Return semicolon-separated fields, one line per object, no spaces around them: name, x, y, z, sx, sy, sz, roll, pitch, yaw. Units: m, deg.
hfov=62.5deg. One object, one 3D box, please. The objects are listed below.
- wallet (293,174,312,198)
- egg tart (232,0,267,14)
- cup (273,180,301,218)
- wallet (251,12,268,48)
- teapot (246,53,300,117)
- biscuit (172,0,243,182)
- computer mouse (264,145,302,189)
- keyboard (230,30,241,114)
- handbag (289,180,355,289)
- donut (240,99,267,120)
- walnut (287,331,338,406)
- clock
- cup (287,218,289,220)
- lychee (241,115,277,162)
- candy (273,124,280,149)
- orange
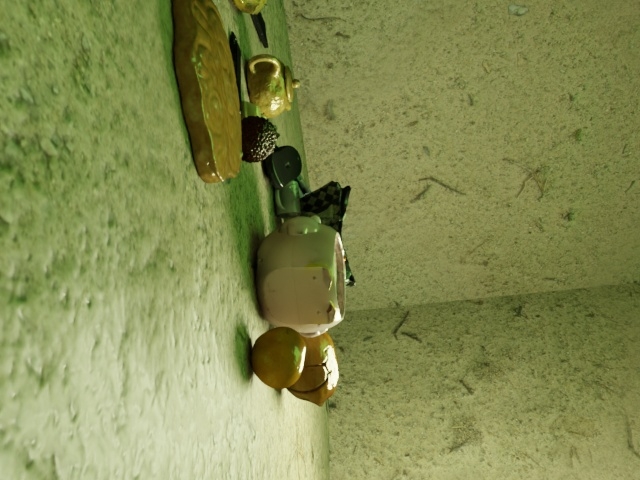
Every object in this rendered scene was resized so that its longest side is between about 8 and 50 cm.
wallet;-0.087;-0.222;2.321;0.251;0.075;0.176;59;12;-5
egg tart;-0.210;-0.856;1.590;0.340;0.152;0.352;-87;170;-50
cup;-0.126;-0.160;2.018;0.136;0.099;0.133;123;-37;-77
wallet;-0.240;-0.860;2.038;0.244;0.025;0.124;60;24;-77
teapot;-0.152;-0.523;1.756;0.311;0.166;0.204;71;14;-71
biscuit;-0.224;-0.323;1.133;0.365;0.062;0.386;-78;162;-76
computer mouse;-0.151;-0.270;1.934;0.138;0.086;0.270;70;23;-14
keyboard;-0.239;-0.470;1.487;0.087;0.017;0.251;74;10;-63
handbag;0.000;0.000;2.010;0.316;0.180;0.416;-31;-130;48
donut;-0.195;-0.345;1.566;0.166;0.065;0.108;41;43;-84
walnut;-0.034;0.406;1.714;0.203;0.203;0.298;-71;142;-81
clock;-0.055;0.096;1.616;0.377;0.250;0.369;-67;152;-70
cup;-0.061;0.015;2.347;0.208;0.288;0.273;-60;-174;13
lychee;-0.174;-0.269;1.390;0.129;0.123;0.123;-12;-98;58
candy;-0.171;-0.337;2.054;0.094;0.051;0.227;-80;164;-87
orange;-0.108;0.293;1.336;0.159;0.136;0.159;13;90;-89
